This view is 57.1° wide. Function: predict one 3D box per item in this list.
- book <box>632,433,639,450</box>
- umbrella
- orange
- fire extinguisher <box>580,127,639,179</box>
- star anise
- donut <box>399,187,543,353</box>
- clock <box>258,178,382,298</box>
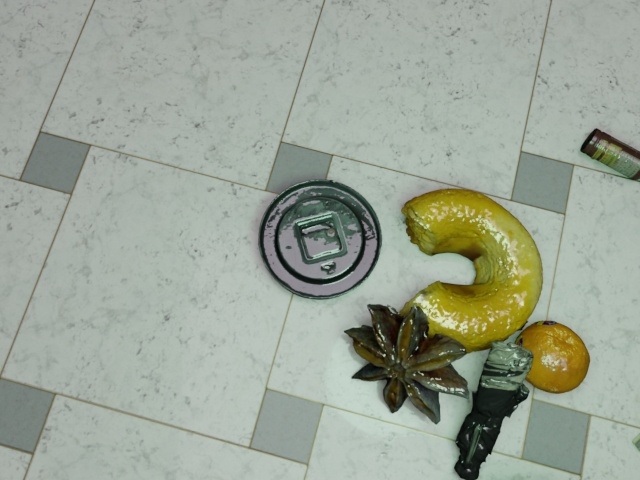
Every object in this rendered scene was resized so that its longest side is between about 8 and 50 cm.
[{"bbox_3d":[0.882,0.531,1.440,0.138,0.016,0.198,-38,80,-9],"label":"book"},{"bbox_3d":[0.394,0.403,1.363,0.113,0.106,0.357,18,102,7],"label":"umbrella"},{"bbox_3d":[0.556,0.282,1.423,0.178,0.155,0.177,13,32,-8],"label":"orange"},{"bbox_3d":[0.845,-0.226,1.594,0.252,0.075,0.106,30,77,7],"label":"fire extinguisher"},{"bbox_3d":[0.204,0.281,1.384,0.331,0.331,0.118,50,42,10],"label":"star anise"},{"bbox_3d":[0.375,0.064,1.473,0.378,0.163,0.434,-1,76,-1],"label":"donut"},{"bbox_3d":[-0.001,0.000,1.534,0.319,0.066,0.318,0,76,-1],"label":"clock"}]
